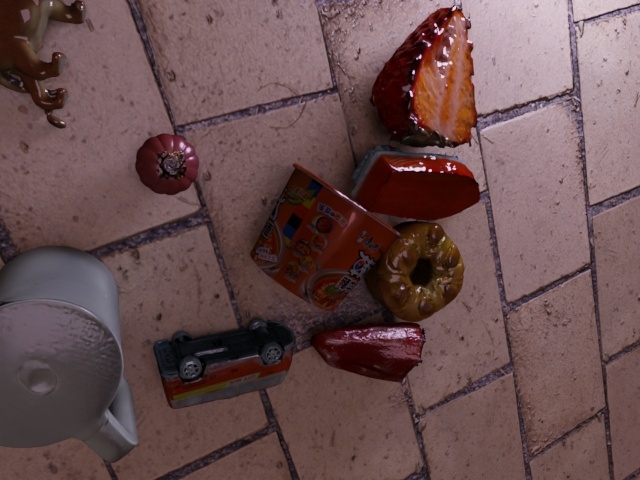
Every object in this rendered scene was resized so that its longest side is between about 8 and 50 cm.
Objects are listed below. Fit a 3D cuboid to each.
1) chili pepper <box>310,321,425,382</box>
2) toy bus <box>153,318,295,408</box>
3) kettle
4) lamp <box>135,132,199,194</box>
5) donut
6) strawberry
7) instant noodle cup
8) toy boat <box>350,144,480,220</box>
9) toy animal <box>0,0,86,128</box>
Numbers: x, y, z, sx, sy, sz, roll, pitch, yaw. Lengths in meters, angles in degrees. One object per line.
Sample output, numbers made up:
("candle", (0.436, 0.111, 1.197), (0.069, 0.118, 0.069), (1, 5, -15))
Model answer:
("chili pepper", (0.095, 0.240, 1.103), (0.253, 0.144, 0.136), (8, 80, -14))
("toy bus", (-0.181, 0.239, 0.975), (0.265, 0.121, 0.119), (-7, 112, -24))
("kettle", (-0.399, 0.163, 0.745), (0.205, 0.318, 0.264), (-7, 102, -24))
("lamp", (-0.266, -0.132, 0.867), (0.108, 0.092, 0.107), (-4, 100, -24))
("donut", (0.209, 0.066, 1.110), (0.227, 0.114, 0.226), (-5, 103, -23))
("strawberry", (0.196, -0.319, 1.013), (0.254, 0.150, 0.279), (-17, 106, -42))
("instant noodle cup", (0.000, 0.000, 0.945), (0.251, 0.250, 0.192), (32, 96, -26))
("toy boat", (0.211, -0.130, 1.068), (0.332, 0.133, 0.145), (2, 130, -36))
("toy animal", (-0.450, -0.344, 0.753), (0.158, 0.097, 0.311), (14, 97, -14))
